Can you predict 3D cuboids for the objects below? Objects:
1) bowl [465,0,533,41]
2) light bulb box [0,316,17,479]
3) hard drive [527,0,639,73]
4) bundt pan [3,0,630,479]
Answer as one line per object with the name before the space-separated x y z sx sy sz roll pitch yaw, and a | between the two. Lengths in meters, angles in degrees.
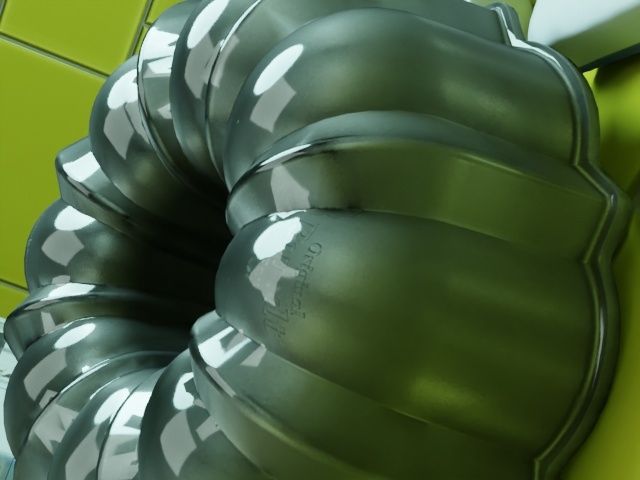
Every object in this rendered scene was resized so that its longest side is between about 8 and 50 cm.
bowl | 0.083 -0.102 0.690 0.142 0.053 0.142 -116 49 -78
light bulb box | -0.352 0.312 1.319 0.225 0.361 0.357 -88 21 -59
hard drive | 0.175 -0.182 0.380 0.319 0.040 0.210 179 111 -80
bundt pan | -0.037 0.021 0.494 0.331 0.124 0.330 -29 51 43
